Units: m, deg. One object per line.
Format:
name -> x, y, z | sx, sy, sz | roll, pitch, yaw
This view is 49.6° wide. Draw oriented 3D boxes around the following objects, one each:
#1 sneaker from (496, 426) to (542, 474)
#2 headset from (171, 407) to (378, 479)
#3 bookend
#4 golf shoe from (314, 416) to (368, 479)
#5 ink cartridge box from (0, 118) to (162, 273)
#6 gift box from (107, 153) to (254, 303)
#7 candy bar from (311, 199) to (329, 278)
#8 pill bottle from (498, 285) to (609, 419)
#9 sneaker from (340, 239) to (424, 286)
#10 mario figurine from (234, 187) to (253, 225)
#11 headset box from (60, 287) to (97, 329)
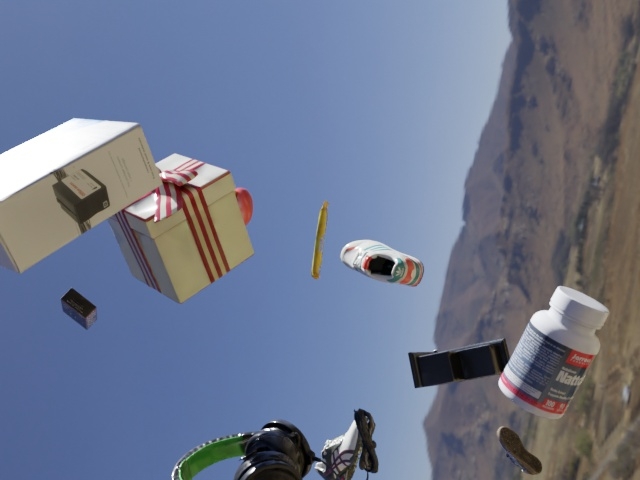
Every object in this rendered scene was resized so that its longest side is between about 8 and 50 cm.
sneaker -> 0.579, 0.637, 2.077 | 0.071, 0.188, 0.066 | -34, 11, 51
headset -> -0.088, 0.412, 1.310 | 0.243, 0.395, 0.185 | -63, -32, -76
bookend -> 0.281, 0.245, 1.389 | 0.157, 0.156, 0.072 | 13, -117, -58
golf shoe -> 0.064, 0.626, 2.059 | 0.105, 0.120, 0.272 | -44, -26, -62
ink cartridge box -> -0.474, -0.092, 1.213 | 0.307, 0.223, 0.128 | -40, -52, -37
gift box -> -0.330, -0.034, 1.529 | 0.276, 0.255, 0.258 | -38, -52, -35
candy bar -> 0.000, 0.000, 1.400 | 0.040, 0.018, 0.161 | 33, -116, -80
pill bottle -> 0.355, 0.166, 1.044 | 0.180, 0.108, 0.108 | -68, -12, 15
sneaker -> 0.082, 0.030, 1.092 | 0.075, 0.161, 0.057 | 14, -86, -47
mario figurine -> -0.336, -0.080, 1.952 | 0.321, 0.170, 0.198 | -17, -16, -37
headset box -> -0.462, 0.130, 1.327 | 0.032, 0.062, 0.083 | -52, -2, -28
